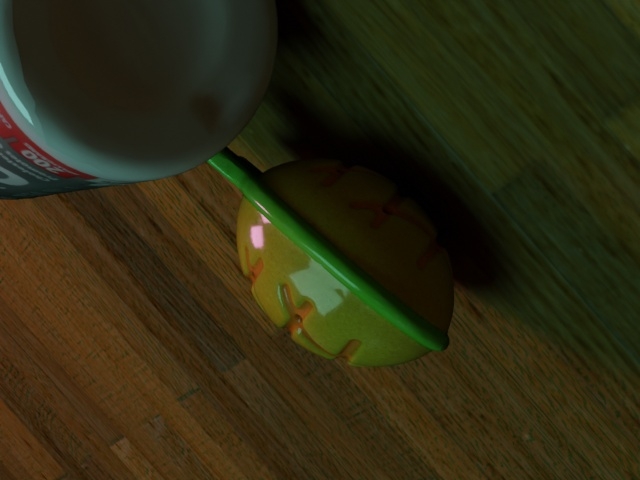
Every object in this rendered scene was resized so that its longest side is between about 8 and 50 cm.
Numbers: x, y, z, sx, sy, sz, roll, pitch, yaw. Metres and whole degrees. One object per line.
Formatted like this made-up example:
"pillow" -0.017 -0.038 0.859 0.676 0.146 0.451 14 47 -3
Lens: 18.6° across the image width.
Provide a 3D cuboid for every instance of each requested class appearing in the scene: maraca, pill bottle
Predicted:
"maraca" 0.000 0.000 1.055 0.186 0.099 0.127 42 -179 33
"pill bottle" -0.156 -0.104 1.082 0.161 0.161 0.283 55 155 -16
